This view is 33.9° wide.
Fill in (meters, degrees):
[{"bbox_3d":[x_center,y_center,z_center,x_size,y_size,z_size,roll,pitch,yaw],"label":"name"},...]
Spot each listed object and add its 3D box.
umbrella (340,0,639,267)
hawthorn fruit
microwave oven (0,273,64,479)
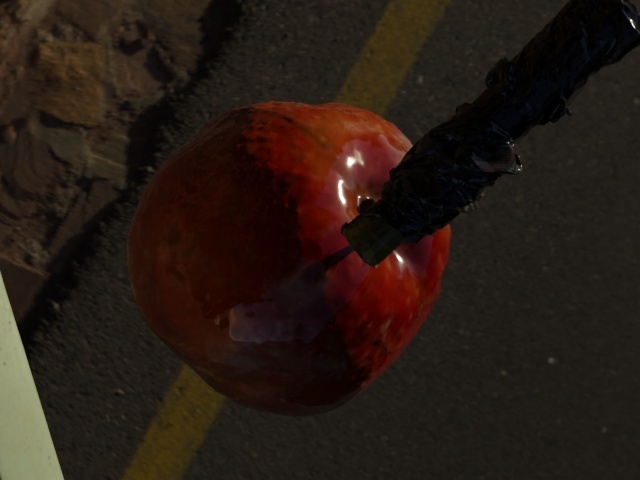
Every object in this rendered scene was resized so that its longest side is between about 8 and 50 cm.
[{"bbox_3d":[0.068,-0.043,0.420,0.144,0.037,0.040,-43,97,9],"label":"umbrella"},{"bbox_3d":[0.000,0.000,0.752,0.241,0.271,0.242,10,71,-31],"label":"hawthorn fruit"},{"bbox_3d":[-0.336,0.142,0.392,0.394,0.333,0.247,-31,105,-54],"label":"microwave oven"}]
